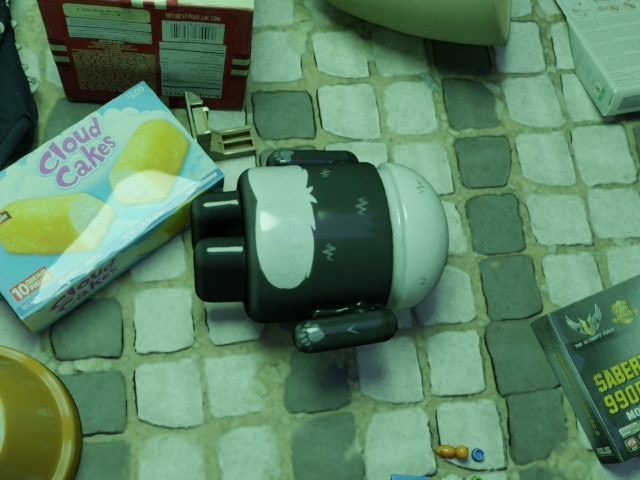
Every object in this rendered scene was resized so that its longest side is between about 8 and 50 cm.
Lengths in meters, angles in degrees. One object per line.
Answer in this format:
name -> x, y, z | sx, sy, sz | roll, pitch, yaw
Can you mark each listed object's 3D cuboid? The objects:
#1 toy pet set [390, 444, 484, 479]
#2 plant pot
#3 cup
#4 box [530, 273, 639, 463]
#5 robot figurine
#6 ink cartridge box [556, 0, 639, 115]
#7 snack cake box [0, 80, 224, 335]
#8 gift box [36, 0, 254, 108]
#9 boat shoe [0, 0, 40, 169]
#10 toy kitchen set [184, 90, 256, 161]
toy pet set -> 0.129, 0.277, 0.866 | 0.114, 0.065, 0.122 | 7, 70, -6
plant pot -> -0.341, 0.187, 0.760 | 0.205, 0.188, 0.205 | 3, 71, -8
cup -> 0.100, -0.393, 0.983 | 0.237, 0.331, 0.331 | -2, 70, 18
box -> 0.394, 0.133, 0.959 | 0.231, 0.056, 0.183 | -20, 76, -15
robot figurine -> 0.000, 0.003, 0.885 | 0.278, 0.173, 0.209 | -4, 96, -10
ink cartridge box -> 0.426, -0.277, 1.116 | 0.181, 0.056, 0.224 | -11, 55, -12
snack cake box -> -0.256, -0.038, 0.901 | 0.264, 0.089, 0.152 | -38, 82, -18
gift box -> -0.175, -0.325, 0.918 | 0.255, 0.276, 0.258 | 3, 70, -13
boat shoe -> -0.392, -0.214, 0.939 | 0.158, 0.127, 0.340 | 41, 44, -34
toy kitchen set -> -0.118, -0.143, 0.959 | 0.075, 0.083, 0.068 | -11, 74, -12
